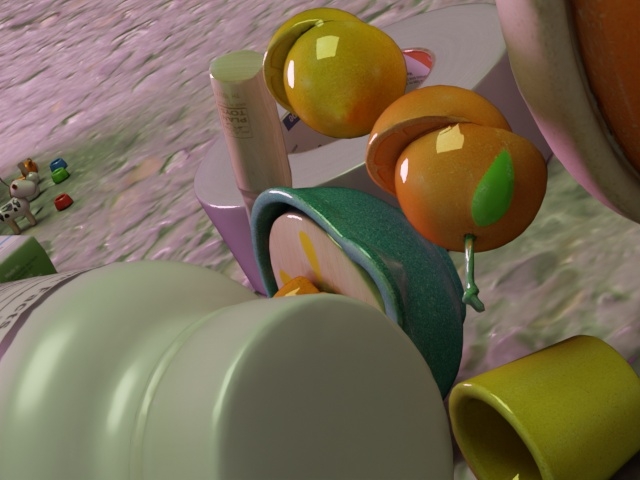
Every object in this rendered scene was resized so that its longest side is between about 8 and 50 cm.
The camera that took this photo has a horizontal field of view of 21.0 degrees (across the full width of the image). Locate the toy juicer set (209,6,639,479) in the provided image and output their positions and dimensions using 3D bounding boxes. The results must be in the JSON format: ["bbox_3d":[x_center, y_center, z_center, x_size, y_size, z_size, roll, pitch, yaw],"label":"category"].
[{"bbox_3d":[0.000,0.000,0.782,0.089,0.209,0.329,-29,20,-21],"label":"toy juicer set"}]

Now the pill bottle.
[{"bbox_3d":[-0.106,0.101,0.740,0.318,0.176,0.176,-9,30,43],"label":"pill bottle"}]

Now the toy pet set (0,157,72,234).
[{"bbox_3d":[-0.272,-0.046,1.435,0.114,0.065,0.122,-31,21,-1],"label":"toy pet set"}]

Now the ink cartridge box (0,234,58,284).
[{"bbox_3d":[-0.273,0.052,1.224,0.109,0.062,0.209,-44,24,-28],"label":"ink cartridge box"}]

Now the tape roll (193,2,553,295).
[{"bbox_3d":[0.034,-0.057,1.049,0.219,0.072,0.219,-26,23,12],"label":"tape roll"}]

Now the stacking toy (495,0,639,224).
[{"bbox_3d":[0.332,-0.146,0.643,0.480,0.350,0.350,11,44,37],"label":"stacking toy"}]
